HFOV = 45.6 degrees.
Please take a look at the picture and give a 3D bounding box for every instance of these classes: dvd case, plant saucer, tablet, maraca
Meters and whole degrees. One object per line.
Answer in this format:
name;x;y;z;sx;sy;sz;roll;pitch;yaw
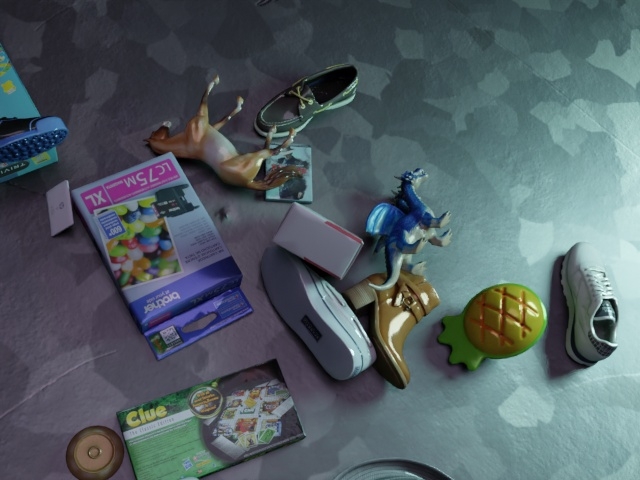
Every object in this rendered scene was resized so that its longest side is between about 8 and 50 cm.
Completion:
dvd case;-0.059;-0.124;1.384;0.087;0.013;0.119;4;64;-11
plant saucer;-0.333;0.313;1.121;0.083;0.015;0.083;5;65;-10
tablet;-0.430;-0.053;1.253;0.054;0.006;0.083;-26;67;26
maraca;0.293;0.145;1.294;0.186;0.099;0.127;-28;62;3

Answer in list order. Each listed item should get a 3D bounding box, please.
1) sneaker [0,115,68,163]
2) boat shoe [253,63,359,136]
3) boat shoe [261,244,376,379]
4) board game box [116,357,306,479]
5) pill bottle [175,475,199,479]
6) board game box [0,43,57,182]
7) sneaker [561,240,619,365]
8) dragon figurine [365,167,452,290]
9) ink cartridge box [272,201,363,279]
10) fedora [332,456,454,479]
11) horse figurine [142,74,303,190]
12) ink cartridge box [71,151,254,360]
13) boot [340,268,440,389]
sneaker;-0.516;-0.163;1.174;0.232;0.081;0.090;-22;79;-20
boat shoe;-0.025;-0.268;1.426;0.228;0.068;0.081;-31;75;-23
boat shoe;-0.004;0.113;1.256;0.084;0.095;0.258;-13;65;-49
board game box;-0.166;0.284;1.164;0.260;0.030;0.136;-16;72;-19
pill bottle;-0.171;0.496;0.976;0.188;0.188;0.334;-23;72;-21
board game box;-0.634;-0.235;1.271;0.254;0.079;0.336;-26;74;-22
sneaker;0.492;0.102;1.357;0.090;0.095;0.235;7;63;-8
dragon figurine;0.129;-0.010;1.310;0.144;0.085;0.289;22;54;32
ink cartridge box;0.000;0.000;1.246;0.127;0.175;0.072;29;92;2
fedora;0.141;0.427;1.090;0.275;0.124;0.244;19;58;-14
horse figurine;-0.158;-0.167;1.338;0.263;0.066;0.174;36;75;4
ink cartridge box;-0.258;0.018;1.250;0.186;0.065;0.311;-26;75;-21
boot;0.141;0.137;1.277;0.152;0.073;0.197;-21;74;-25
